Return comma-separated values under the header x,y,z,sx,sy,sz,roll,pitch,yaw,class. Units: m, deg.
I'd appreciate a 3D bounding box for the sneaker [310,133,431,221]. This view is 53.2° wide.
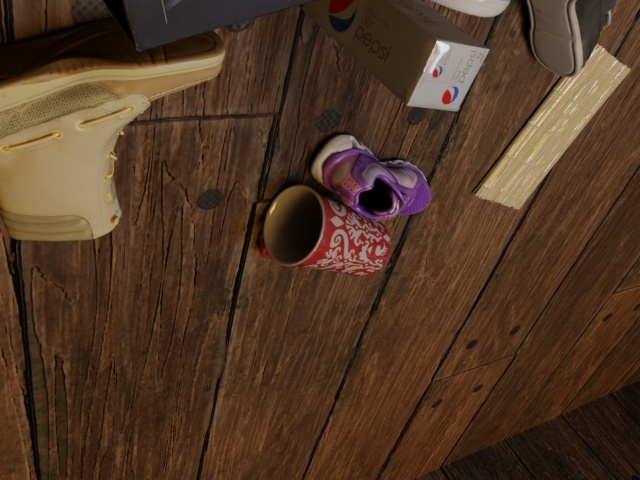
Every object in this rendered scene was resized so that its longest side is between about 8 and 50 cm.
x,y,z,sx,sy,sz,roll,pitch,yaw,class
0.092,-0.068,0.928,0.236,0.104,0.095,15,119,-47,sneaker

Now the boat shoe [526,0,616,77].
x,y,z,sx,sy,sz,roll,pitch,yaw,class
0.319,-0.338,0.811,0.095,0.112,0.335,-54,154,-5,boat shoe

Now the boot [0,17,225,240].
x,y,z,sx,sy,sz,roll,pitch,yaw,class
-0.217,-0.106,0.651,0.262,0.095,0.203,-20,140,-18,boot

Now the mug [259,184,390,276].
x,y,z,sx,sy,sz,roll,pitch,yaw,class
0.004,-0.009,0.933,0.169,0.150,0.113,16,89,-47,mug

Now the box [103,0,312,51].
x,y,z,sx,sy,sz,roll,pitch,yaw,class
-0.046,-0.361,0.444,0.313,0.179,0.343,-24,142,-18,box

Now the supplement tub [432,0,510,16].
x,y,z,sx,sy,sz,roll,pitch,yaw,class
0.165,-0.348,0.647,0.144,0.144,0.199,-4,132,-35,supplement tub

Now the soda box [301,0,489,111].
x,y,z,sx,sy,sz,roll,pitch,yaw,class
0.068,-0.218,0.653,0.074,0.216,0.069,-4,132,-36,soda box

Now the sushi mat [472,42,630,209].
x,y,z,sx,sy,sz,roll,pitch,yaw,class
0.401,-0.186,1.114,0.151,0.019,0.316,7,126,-43,sushi mat
